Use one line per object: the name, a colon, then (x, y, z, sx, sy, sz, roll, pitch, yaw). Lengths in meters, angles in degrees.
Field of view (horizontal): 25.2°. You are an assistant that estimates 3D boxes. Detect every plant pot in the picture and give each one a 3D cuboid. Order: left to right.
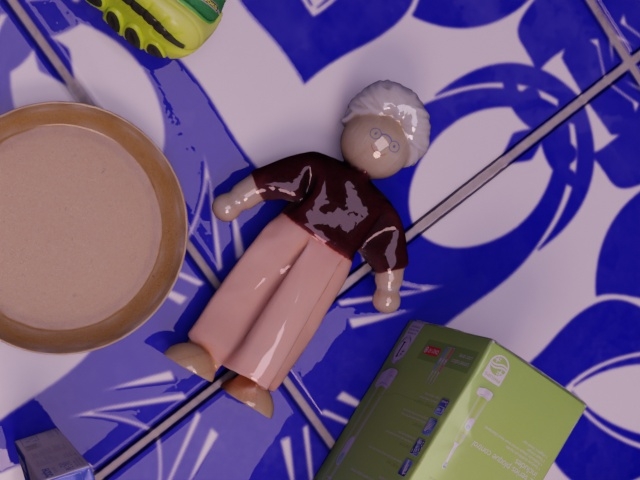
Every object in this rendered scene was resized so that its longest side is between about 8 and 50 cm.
plant pot: (-0.243, -0.012, 1.338, 0.236, 0.032, 0.236, -1, 92, -17)

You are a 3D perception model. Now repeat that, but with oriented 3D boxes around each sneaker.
sneaker: (-0.202, -0.299, 1.319, 0.295, 0.109, 0.123, 48, 55, -11)

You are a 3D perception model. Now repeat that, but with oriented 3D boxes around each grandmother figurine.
grandmother figurine: (0.000, 0.000, 1.381, 0.208, 0.104, 0.342, 33, 85, -24)

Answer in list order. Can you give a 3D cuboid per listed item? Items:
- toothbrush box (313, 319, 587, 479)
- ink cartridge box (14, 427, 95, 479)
toothbrush box: (0.094, 0.230, 1.359, 0.122, 0.206, 0.283, 36, 81, -16)
ink cartridge box: (-0.225, 0.231, 1.258, 0.046, 0.207, 0.097, -17, 96, -17)
